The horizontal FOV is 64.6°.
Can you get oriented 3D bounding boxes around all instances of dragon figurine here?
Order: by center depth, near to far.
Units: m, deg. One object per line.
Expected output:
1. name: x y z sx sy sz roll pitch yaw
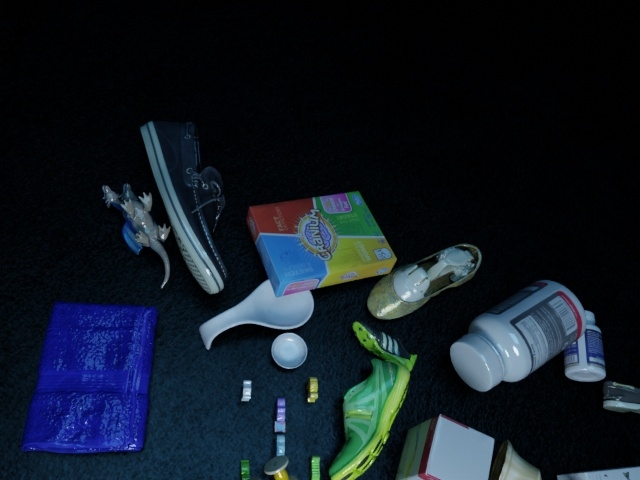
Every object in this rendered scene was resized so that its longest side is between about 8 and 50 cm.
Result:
1. dragon figurine: -0.423 -0.025 1.214 0.085 0.144 0.289 -31 92 -28

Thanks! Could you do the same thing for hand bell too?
1. hand bell: 0.496 0.539 1.078 0.242 0.126 0.126 21 58 17

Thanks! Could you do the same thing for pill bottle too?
1. pill bottle: 0.480 0.236 1.245 0.319 0.176 0.176 -24 70 -24
2. pill bottle: 0.685 0.273 1.323 0.094 0.094 0.169 15 60 -6

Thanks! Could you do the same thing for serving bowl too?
1. serving bowl: -0.074 0.259 1.181 0.083 0.027 0.083 6 61 -11

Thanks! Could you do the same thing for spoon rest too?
1. spoon rest: -0.143 0.168 1.182 0.276 0.084 0.137 -21 69 -22

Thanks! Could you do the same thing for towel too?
1. towel: -0.467 0.273 1.048 0.228 0.076 0.308 4 61 -13

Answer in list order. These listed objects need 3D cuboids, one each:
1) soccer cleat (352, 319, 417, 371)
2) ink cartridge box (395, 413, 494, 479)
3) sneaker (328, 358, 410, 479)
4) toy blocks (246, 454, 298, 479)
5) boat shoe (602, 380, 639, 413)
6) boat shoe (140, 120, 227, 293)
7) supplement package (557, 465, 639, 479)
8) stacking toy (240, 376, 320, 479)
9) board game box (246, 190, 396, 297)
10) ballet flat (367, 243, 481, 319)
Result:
1. soccer cleat: 0.155 0.249 1.231 0.179 0.060 0.072 41 51 2
2. ink cartridge box: 0.256 0.465 1.067 0.128 0.176 0.127 25 57 -1
3. sneaker: 0.095 0.395 1.122 0.124 0.109 0.295 21 58 25
4. toy blocks: -0.086 0.522 0.995 0.123 0.054 0.148 -29 101 -36
5. boat shoe: 0.835 0.409 1.294 0.228 0.081 0.068 11 64 -5
6. boat shoe: -0.306 -0.105 1.234 0.156 0.186 0.500 -17 62 -15
7. supplement package: 0.657 0.575 1.147 0.179 0.105 0.105 1 62 -14
8. stacking toy: -0.086 0.405 1.086 0.167 0.052 0.221 3 62 -12
9. board game box: 0.000 0.000 1.284 0.317 0.064 0.242 -11 56 -24
10. ballet flat: 0.276 0.093 1.308 0.349 0.123 0.123 -21 69 -23
